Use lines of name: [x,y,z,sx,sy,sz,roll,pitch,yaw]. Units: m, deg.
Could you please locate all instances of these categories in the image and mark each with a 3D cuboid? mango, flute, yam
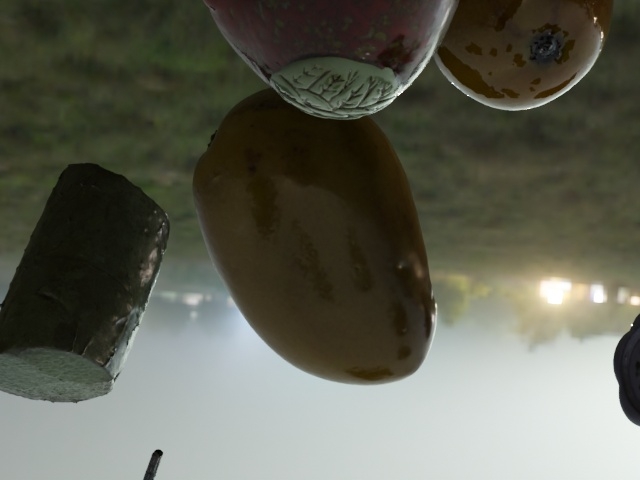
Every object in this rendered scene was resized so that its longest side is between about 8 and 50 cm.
mango: [0.255,-0.345,1.889,0.221,0.378,0.264,27,132,-33]
flute: [-0.220,0.335,1.650,0.014,0.269,0.014,16,-147,-11]
mango: [0.000,0.000,1.995,0.300,0.445,0.232,-28,-177,10]
yam: [-0.270,0.055,1.626,0.161,0.268,0.161,10,147,7]

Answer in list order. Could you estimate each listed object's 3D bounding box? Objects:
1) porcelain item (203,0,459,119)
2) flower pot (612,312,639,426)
porcelain item: [-0.011,-0.225,1.209,0.253,0.253,0.253,5,178,0]
flower pot: [0.565,0.184,2.061,0.243,0.265,0.265,9,176,-34]
